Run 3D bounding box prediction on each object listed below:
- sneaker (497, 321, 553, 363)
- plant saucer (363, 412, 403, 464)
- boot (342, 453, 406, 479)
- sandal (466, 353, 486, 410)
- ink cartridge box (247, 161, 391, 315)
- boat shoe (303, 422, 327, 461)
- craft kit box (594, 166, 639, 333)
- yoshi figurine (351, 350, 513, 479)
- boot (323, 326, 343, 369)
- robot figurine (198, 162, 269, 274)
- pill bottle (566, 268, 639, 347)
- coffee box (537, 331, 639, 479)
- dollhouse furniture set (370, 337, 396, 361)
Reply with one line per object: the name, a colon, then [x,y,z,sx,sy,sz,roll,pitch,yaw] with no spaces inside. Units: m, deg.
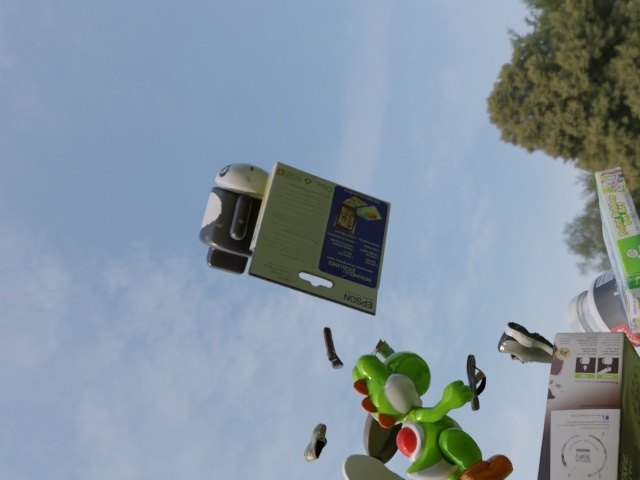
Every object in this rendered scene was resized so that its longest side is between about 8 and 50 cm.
sneaker: [0.681,0.354,1.892,0.272,0.100,0.108,25,-76,-21]
plant saucer: [0.229,0.640,2.033,0.278,0.041,0.277,-16,-69,-50]
boot: [0.117,0.450,1.047,0.190,0.086,0.069,29,-121,3]
sandal: [0.508,0.458,1.889,0.219,0.060,0.090,-71,-29,-61]
ink cartridge box: [0.000,0.000,1.345,0.304,0.072,0.307,20,-119,-13]
boat shoe: [-0.004,0.605,1.753,0.050,0.045,0.135,60,-146,-23]
craft kit box: [0.619,0.022,1.185,0.246,0.061,0.249,48,-145,-45]
yoshi figurine: [0.231,0.360,1.220,0.203,0.362,0.203,-48,-24,5]
boot: [0.037,0.333,1.819,0.106,0.037,0.114,66,-174,-50]
robot figurine: [-0.211,-0.059,1.486,0.174,0.209,0.278,13,-85,-52]
pill bottle: [0.817,0.147,1.470,0.210,0.363,0.210,11,-123,-18]
coffee box: [0.443,0.316,0.934,0.168,0.119,0.297,45,-128,-34]
dollhouse furniture set: [0.210,0.382,1.933,0.076,0.058,0.151,43,-137,0]
